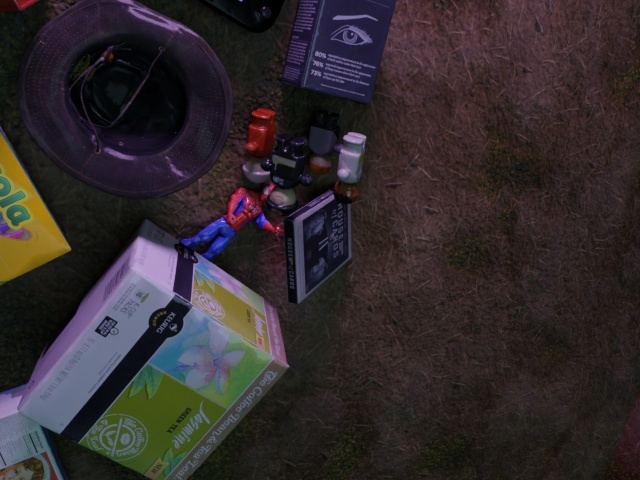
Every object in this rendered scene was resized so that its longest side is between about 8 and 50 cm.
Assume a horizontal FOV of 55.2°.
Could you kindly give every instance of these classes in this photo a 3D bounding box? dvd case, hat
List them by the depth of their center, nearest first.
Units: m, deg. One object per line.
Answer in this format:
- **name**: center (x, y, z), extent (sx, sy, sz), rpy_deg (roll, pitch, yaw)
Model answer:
- **hat**: center (-0.317, -0.227, 1.023), extent (0.331, 0.134, 0.332), rpy_deg (-1, 96, -13)
- **dvd case**: center (0.000, 0.000, 1.256), extent (0.238, 0.029, 0.180), rpy_deg (-37, 131, -52)

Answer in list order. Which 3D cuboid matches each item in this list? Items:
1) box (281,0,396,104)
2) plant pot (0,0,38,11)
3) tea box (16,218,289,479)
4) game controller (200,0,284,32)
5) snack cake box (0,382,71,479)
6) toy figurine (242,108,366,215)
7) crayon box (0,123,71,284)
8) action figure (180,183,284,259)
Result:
- **box**: center (0.032, -0.378, 1.151), extent (0.153, 0.108, 0.207), rpy_deg (7, 106, -28)
- **plant pot**: center (-0.519, -0.428, 0.776), extent (0.235, 0.267, 0.268), rpy_deg (-11, 118, -8)
- **tea box**: center (-0.287, 0.206, 1.103), extent (0.323, 0.220, 0.329), rpy_deg (36, 102, -22)
- **game controller**: center (-0.191, -0.488, 1.020), extent (0.319, 0.067, 0.167), rpy_deg (23, 99, -32)
- **snack cake box**: center (-0.590, 0.424, 1.175), extent (0.152, 0.089, 0.265), rpy_deg (-18, 117, -21)
- **toy figurine**: center (-0.030, -0.149, 1.155), extent (0.209, 0.213, 0.148), rpy_deg (-6, 122, -27)
- **crayon box**: center (-0.625, -0.075, 0.945), extent (0.313, 0.106, 0.363), rpy_deg (-28, 120, -14)
- **action figure**: center (-0.181, -0.005, 1.183), extent (0.280, 0.139, 0.091), rpy_deg (-44, 123, -8)
